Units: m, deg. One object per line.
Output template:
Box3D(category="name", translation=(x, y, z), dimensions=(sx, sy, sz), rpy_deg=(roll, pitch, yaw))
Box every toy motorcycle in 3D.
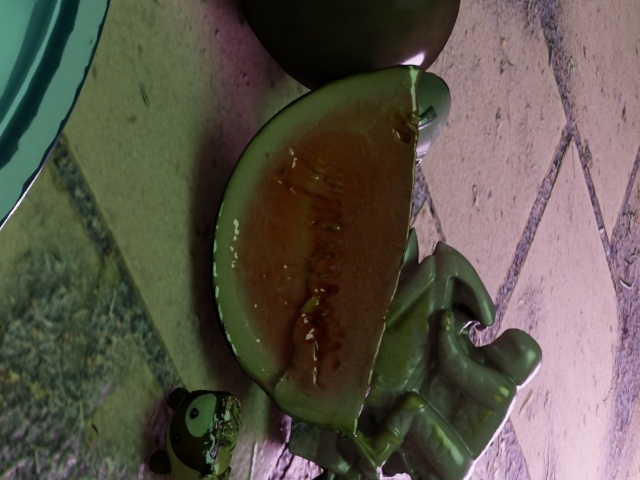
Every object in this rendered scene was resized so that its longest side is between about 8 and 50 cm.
Box3D(category="toy motorcycle", translation=(0.081, 0.132, 1.246), dimensions=(0.108, 0.223, 0.341), rpy_deg=(72, 23, -83))

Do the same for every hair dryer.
Box3D(category="hair dryer", translation=(0.028, -0.130, 1.344), dimensions=(0.225, 0.088, 0.219), rpy_deg=(48, 49, -32))

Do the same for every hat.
Box3D(category="hat", translation=(-0.096, 0.152, 1.083), dimensions=(0.076, 0.059, 0.077), rpy_deg=(51, 47, -71))

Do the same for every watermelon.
Box3D(category="watermelon", translation=(-0.026, -0.005, 1.155), dimensions=(0.128, 0.159, 0.303), rpy_deg=(12, 90, -34))

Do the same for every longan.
Box3D(category="longan", translation=(0.024, -0.221, 1.204), dimensions=(0.220, 0.196, 0.196), rpy_deg=(61, 37, -53))

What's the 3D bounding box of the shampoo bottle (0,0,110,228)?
Box3D(category="shampoo bottle", translation=(-0.281, -0.102, 0.374), dimensions=(0.331, 0.342, 0.331), rpy_deg=(4, 84, -43))
